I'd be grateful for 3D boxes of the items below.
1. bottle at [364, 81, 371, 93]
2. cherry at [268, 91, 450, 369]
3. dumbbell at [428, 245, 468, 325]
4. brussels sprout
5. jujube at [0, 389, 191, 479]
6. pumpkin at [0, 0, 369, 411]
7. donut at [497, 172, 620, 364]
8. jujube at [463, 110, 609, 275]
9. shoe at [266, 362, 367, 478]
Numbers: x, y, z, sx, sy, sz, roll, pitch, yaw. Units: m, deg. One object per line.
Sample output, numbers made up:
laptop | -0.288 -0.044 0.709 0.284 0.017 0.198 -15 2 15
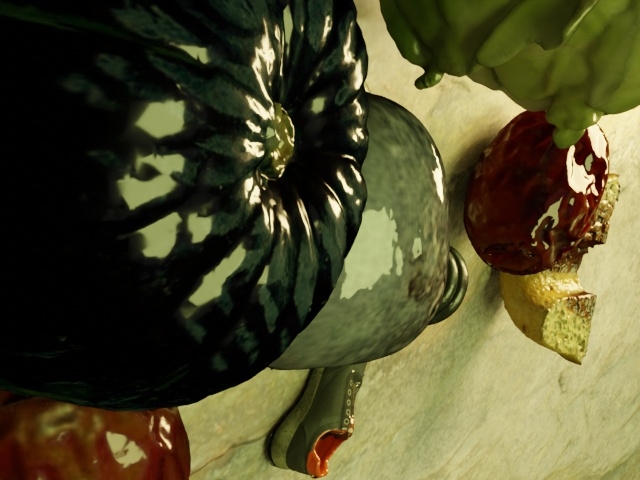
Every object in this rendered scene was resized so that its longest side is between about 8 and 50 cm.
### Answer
bottle | 0.032 -0.117 1.042 0.072 0.072 0.201 -57 145 -17
cherry | 0.000 0.000 0.923 0.255 0.218 0.296 3 109 -28
dumbbell | 0.089 0.025 1.184 0.254 0.110 0.110 32 81 -51
brussels sprout | 0.261 -0.318 0.967 0.361 0.342 0.425 -50 172 34
jujube | -0.221 0.235 0.780 0.216 0.216 0.342 -17 135 -50
pumpkin | -0.119 -0.070 0.652 0.363 0.266 0.363 -1 92 -59
donut | 0.342 0.028 1.516 0.112 0.151 0.295 6 98 -44
jujube | 0.289 -0.071 1.358 0.243 0.183 0.183 -61 147 -27
shoe | 0.017 0.200 1.197 0.194 0.077 0.074 -54 144 -19
